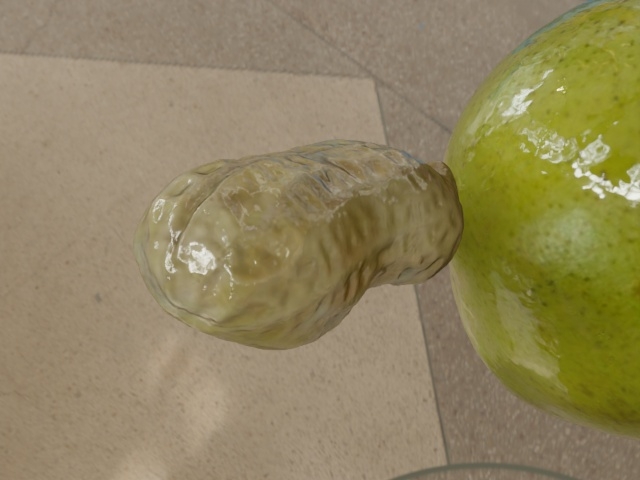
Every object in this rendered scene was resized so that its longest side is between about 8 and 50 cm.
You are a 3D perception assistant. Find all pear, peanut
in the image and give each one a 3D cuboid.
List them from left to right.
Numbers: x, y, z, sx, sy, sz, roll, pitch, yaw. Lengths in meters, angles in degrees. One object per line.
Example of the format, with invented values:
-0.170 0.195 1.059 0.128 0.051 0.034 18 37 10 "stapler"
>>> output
0.000 0.000 0.377 0.175 0.080 0.080 -13 47 -47 "peanut"
0.212 -0.020 0.537 0.295 0.294 0.294 -5 60 8 "pear"
